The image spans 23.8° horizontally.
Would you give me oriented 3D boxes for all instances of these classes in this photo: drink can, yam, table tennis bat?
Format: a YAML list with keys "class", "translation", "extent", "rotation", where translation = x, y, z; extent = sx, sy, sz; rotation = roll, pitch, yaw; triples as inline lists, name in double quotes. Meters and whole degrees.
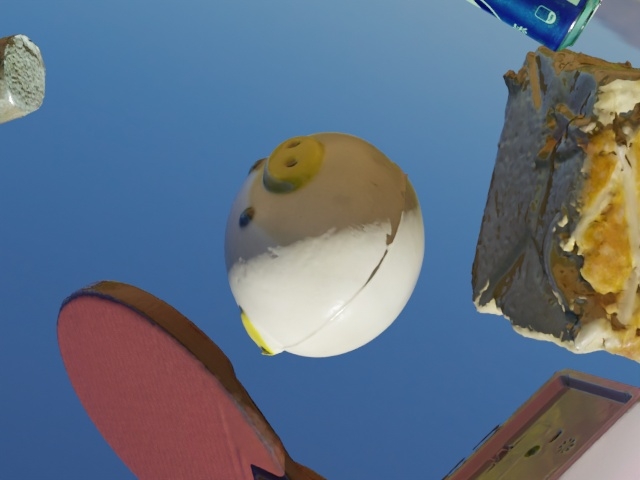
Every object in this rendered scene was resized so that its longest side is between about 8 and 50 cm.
- class: "drink can"
  translation: [0.217, -0.305, 1.694]
  extent: [0.205, 0.118, 0.118]
  rotation: [32, -165, 3]
- class: "yam"
  translation: [-0.461, -0.168, 1.813]
  extent: [0.259, 0.106, 0.106]
  rotation: [-13, -175, 17]
- class: "table tennis bat"
  translation: [-0.087, 0.173, 1.273]
  extent: [0.415, 0.268, 0.051]
  rotation: [25, -131, 39]

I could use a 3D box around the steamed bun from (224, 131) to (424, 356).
- class: "steamed bun"
  translation: [0.005, 0.004, 2.367]
  extent: [0.334, 0.334, 0.374]
  rotation: [23, -147, -10]

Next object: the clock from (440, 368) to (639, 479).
- class: "clock"
  translation: [0.179, 0.199, 1.240]
  extent: [0.063, 0.197, 0.150]
  rotation: [51, 168, -14]

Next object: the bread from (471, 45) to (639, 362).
- class: "bread"
  translation: [0.420, -0.040, 1.957]
  extent: [0.371, 0.390, 0.279]
  rotation: [11, -179, -25]
